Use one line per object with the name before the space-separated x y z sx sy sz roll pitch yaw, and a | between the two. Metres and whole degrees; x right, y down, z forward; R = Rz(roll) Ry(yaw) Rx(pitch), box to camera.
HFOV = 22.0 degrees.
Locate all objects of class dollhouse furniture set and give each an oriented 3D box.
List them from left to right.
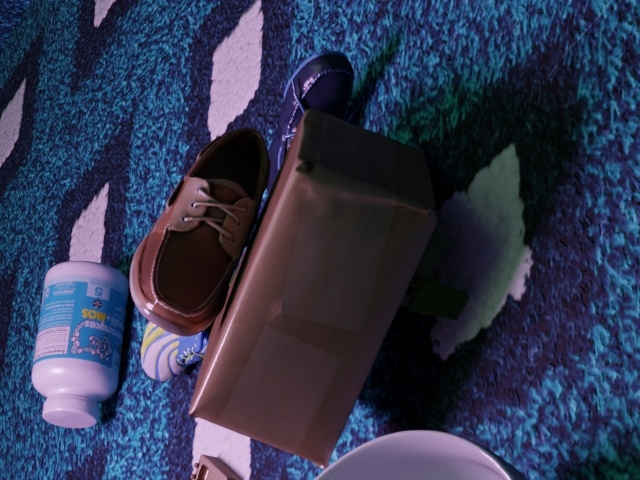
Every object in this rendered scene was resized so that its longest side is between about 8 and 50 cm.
dollhouse furniture set | -0.195 0.372 2.227 0.144 0.123 0.151 23 97 66
dollhouse furniture set | 0.112 0.030 1.845 0.076 0.058 0.152 -61 27 27

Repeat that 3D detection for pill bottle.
pill bottle | -0.407 0.178 2.782 0.146 0.146 0.264 -36 45 55

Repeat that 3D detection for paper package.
paper package | -0.005 0.043 1.869 0.309 0.168 0.325 -83 16 -73

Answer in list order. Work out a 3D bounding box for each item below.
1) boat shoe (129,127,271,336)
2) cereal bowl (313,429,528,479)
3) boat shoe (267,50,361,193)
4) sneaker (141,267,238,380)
boat shoe | -0.134 -0.022 1.917 0.324 0.123 0.116 -76 11 -50
cereal bowl | 0.099 0.355 1.513 0.339 0.141 0.339 -21 54 32
boat shoe | -0.005 -0.138 2.183 0.258 0.109 0.089 108 155 -48
sneaker | -0.189 0.141 2.398 0.240 0.091 0.126 -59 29 30
